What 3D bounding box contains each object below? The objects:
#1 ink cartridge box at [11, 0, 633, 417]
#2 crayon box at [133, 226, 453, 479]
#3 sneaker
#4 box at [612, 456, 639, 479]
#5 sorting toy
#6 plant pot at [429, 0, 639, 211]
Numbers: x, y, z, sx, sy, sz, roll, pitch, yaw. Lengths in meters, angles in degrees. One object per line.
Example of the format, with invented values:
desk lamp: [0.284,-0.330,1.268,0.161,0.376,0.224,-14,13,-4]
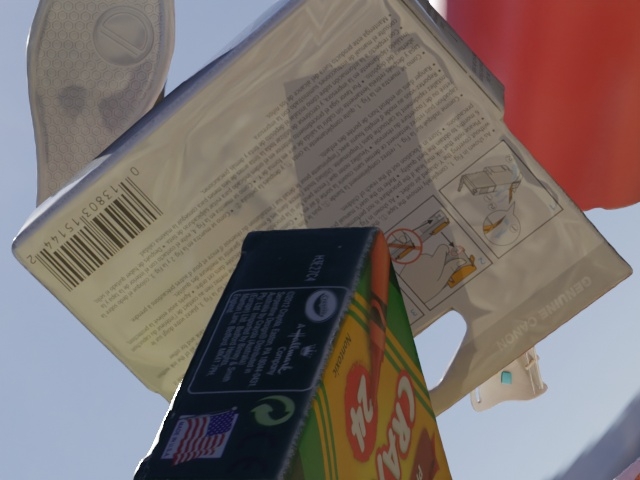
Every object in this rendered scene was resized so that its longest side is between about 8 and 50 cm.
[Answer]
ink cartridge box: [0.000,0.000,1.132,0.296,0.261,0.066,-38,13,19]
crayon box: [0.011,0.177,0.972,0.202,0.081,0.318,-68,-31,-50]
sneaker: [-0.161,-0.108,1.362,0.147,0.105,0.295,-85,1,-71]
box: [0.247,0.345,1.414,0.345,0.168,0.215,-46,26,21]
sorting toy: [0.164,0.119,1.648,0.075,0.045,0.083,-36,-47,-24]
plant pot: [0.208,-0.172,1.458,0.275,0.275,0.243,-34,-41,-49]
